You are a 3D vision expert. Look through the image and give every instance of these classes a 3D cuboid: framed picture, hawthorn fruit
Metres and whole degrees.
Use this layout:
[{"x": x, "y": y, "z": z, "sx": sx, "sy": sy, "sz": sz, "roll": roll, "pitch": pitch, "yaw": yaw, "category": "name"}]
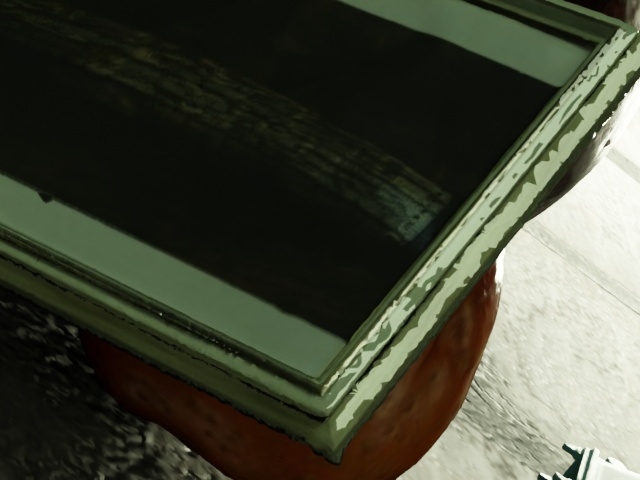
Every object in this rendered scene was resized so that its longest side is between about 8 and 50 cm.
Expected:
[{"x": -0.051, "y": -0.060, "z": 0.657, "sx": 0.293, "sy": 0.018, "sz": 0.231, "roll": 24, "pitch": 54, "yaw": 25, "category": "framed picture"}, {"x": 0.000, "y": 0.000, "z": 0.713, "sx": 0.179, "sy": 0.200, "sz": 0.179, "roll": 31, "pitch": 16, "yaw": -10, "category": "hawthorn fruit"}]

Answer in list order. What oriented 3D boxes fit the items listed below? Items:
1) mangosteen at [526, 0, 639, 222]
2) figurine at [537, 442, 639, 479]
[{"x": 0.009, "y": -0.117, "z": 0.910, "sx": 0.306, "sy": 0.359, "sz": 0.306, "roll": 46, "pitch": -10, "yaw": 11, "category": "mangosteen"}, {"x": 0.157, "y": 0.164, "z": 0.838, "sx": 0.140, "sy": 0.075, "sz": 0.068, "roll": 41, "pitch": 21, "yaw": 4, "category": "figurine"}]
